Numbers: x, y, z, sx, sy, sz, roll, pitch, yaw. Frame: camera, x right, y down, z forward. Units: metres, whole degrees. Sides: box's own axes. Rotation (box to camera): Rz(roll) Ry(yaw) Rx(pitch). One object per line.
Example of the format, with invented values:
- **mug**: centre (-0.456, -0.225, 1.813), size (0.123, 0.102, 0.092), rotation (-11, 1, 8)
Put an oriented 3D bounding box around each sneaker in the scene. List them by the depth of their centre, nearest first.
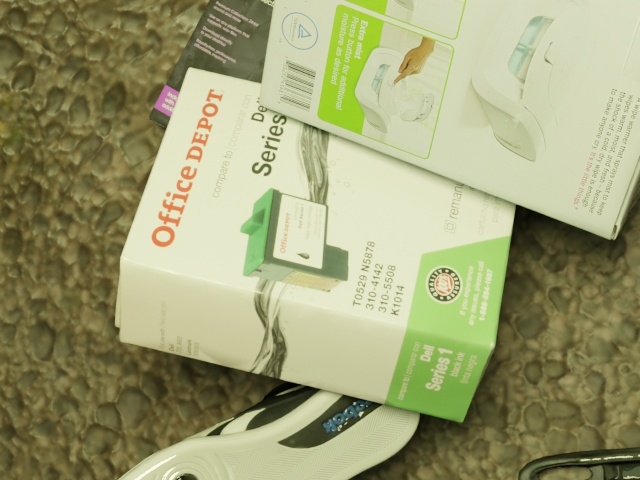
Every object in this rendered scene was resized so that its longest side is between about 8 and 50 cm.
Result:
- **sneaker**: centre (-0.047, 0.147, 0.878), size (0.216, 0.121, 0.079), rotation (-23, 90, -17)

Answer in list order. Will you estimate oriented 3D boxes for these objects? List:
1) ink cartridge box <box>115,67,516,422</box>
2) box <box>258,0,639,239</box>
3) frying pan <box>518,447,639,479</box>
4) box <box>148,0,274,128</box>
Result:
- **ink cartridge box**: centre (0.000, 0.000, 0.841), size (0.219, 0.093, 0.160), rotation (13, 54, 1)
- **box**: centre (0.106, -0.167, 0.762), size (0.231, 0.127, 0.262), rotation (21, 129, 14)
- **frying pan**: centre (0.304, 0.113, 0.848), size (0.326, 0.053, 0.197), rotation (17, 93, 10)
- **box**: centre (-0.030, -0.126, 0.937), size (0.116, 0.029, 0.162), rotation (29, 96, 11)
